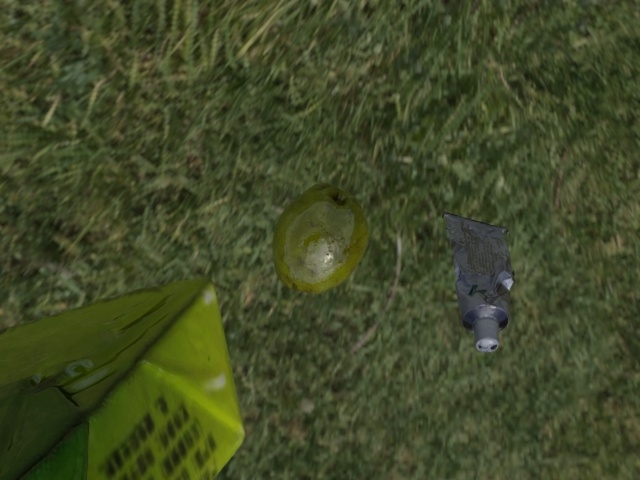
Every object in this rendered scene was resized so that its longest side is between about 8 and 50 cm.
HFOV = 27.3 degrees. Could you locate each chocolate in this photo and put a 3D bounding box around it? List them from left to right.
[{"bbox_3d":[-0.230,0.169,0.920,0.300,0.289,0.137,-14,109,30],"label":"chocolate"}]

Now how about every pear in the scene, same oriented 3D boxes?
[{"bbox_3d":[0.000,0.000,1.498,0.107,0.107,0.131,17,117,-1],"label":"pear"}]

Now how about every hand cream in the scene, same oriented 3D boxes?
[{"bbox_3d":[0.182,0.037,1.502,0.084,0.257,0.050,10,123,-1],"label":"hand cream"}]
